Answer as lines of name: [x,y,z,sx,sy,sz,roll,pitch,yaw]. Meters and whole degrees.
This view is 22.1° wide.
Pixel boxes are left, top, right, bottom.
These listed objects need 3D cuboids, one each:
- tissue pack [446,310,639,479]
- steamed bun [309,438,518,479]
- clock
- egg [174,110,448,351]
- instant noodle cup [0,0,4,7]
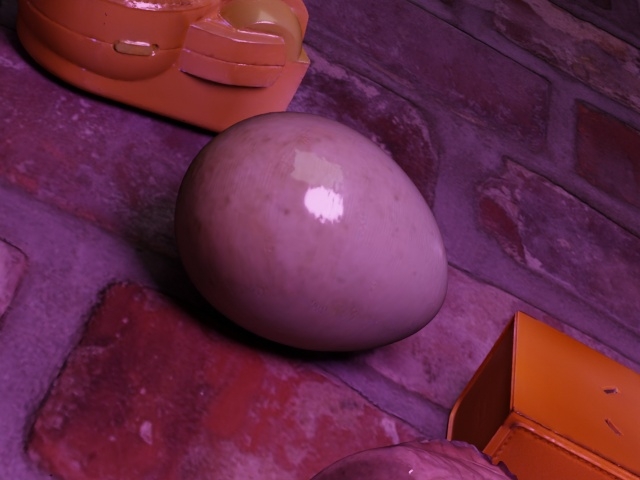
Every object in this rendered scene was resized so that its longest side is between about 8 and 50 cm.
tissue pack: [0.268,0.221,1.559,0.275,0.145,0.194,29,29,-6]
steamed bun: [0.102,0.303,1.210,0.301,0.199,0.251,53,16,20]
clock: [-0.189,-0.254,1.854,0.317,0.200,0.244,7,31,-24]
egg: [0.000,0.000,1.576,0.295,0.218,0.218,29,26,-23]
instant noodle cup: [-0.455,-0.428,1.780,0.340,0.266,0.340,24,27,-13]
